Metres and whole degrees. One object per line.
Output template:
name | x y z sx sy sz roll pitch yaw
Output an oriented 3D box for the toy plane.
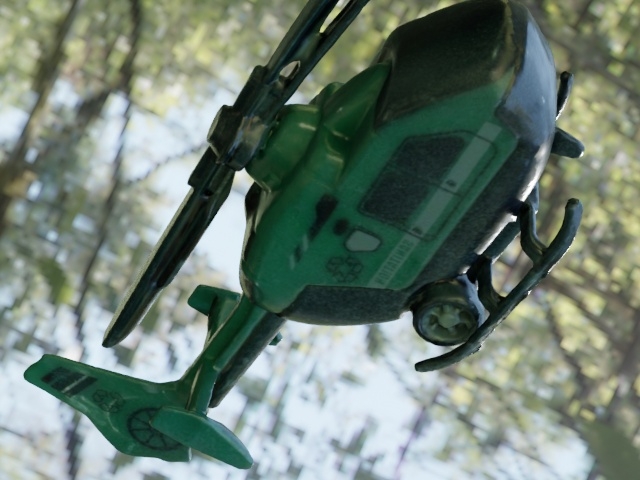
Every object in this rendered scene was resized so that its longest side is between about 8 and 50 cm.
toy plane | 0.000 0.000 0.539 0.235 0.096 0.060 -52 -157 39
